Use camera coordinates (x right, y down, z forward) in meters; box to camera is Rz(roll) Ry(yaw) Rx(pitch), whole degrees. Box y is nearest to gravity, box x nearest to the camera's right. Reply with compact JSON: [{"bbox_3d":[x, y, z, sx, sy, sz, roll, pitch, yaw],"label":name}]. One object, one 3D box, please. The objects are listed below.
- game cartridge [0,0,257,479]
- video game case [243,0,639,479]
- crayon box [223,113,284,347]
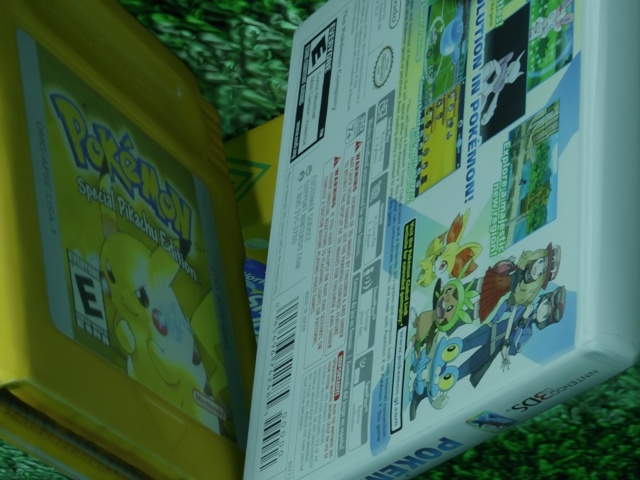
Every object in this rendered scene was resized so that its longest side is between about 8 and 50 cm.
[{"bbox_3d":[-0.118,-0.011,1.094,0.053,0.323,0.285,-20,148,19],"label":"game cartridge"},{"bbox_3d":[0.061,-0.038,1.027,0.036,0.329,0.300,21,147,-25],"label":"video game case"},{"bbox_3d":[0.000,0.000,1.381,0.323,0.083,0.203,-24,145,39],"label":"crayon box"}]
